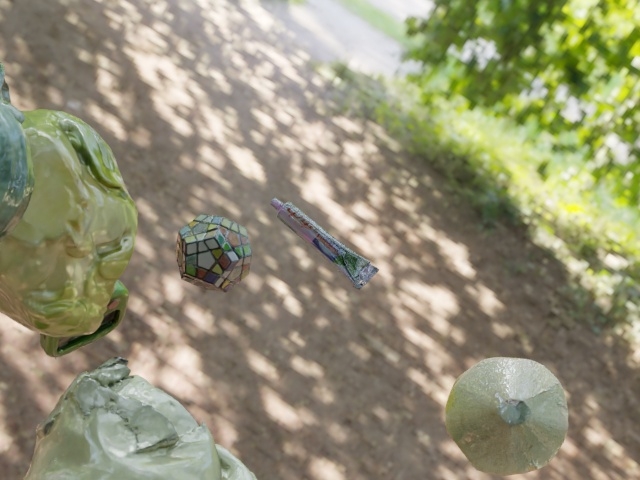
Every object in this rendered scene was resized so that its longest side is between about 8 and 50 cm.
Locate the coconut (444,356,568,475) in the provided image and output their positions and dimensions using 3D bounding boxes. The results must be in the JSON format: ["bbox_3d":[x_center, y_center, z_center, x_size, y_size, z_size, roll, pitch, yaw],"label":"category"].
[{"bbox_3d":[0.222,0.209,1.489,0.147,0.147,0.152,34,-3,6],"label":"coconut"}]

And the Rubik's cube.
[{"bbox_3d":[-0.146,0.018,1.688,0.111,0.111,0.093,32,13,-2],"label":"Rubik's cube"}]

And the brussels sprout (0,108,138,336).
[{"bbox_3d":[-0.367,-0.031,1.641,0.344,0.268,0.344,42,-16,15],"label":"brussels sprout"}]

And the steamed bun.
[{"bbox_3d":[-0.253,0.358,1.507,0.237,0.347,0.394,-49,122,-55],"label":"steamed bun"}]

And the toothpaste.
[{"bbox_3d":[0.000,0.000,1.640,0.170,0.028,0.045,39,55,12],"label":"toothpaste"}]

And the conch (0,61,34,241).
[{"bbox_3d":[-0.381,-0.089,1.300,0.195,0.220,0.277,21,2,7],"label":"conch"}]

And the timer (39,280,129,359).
[{"bbox_3d":[-0.355,0.114,1.856,0.140,0.128,0.047,-27,67,-30],"label":"timer"}]
